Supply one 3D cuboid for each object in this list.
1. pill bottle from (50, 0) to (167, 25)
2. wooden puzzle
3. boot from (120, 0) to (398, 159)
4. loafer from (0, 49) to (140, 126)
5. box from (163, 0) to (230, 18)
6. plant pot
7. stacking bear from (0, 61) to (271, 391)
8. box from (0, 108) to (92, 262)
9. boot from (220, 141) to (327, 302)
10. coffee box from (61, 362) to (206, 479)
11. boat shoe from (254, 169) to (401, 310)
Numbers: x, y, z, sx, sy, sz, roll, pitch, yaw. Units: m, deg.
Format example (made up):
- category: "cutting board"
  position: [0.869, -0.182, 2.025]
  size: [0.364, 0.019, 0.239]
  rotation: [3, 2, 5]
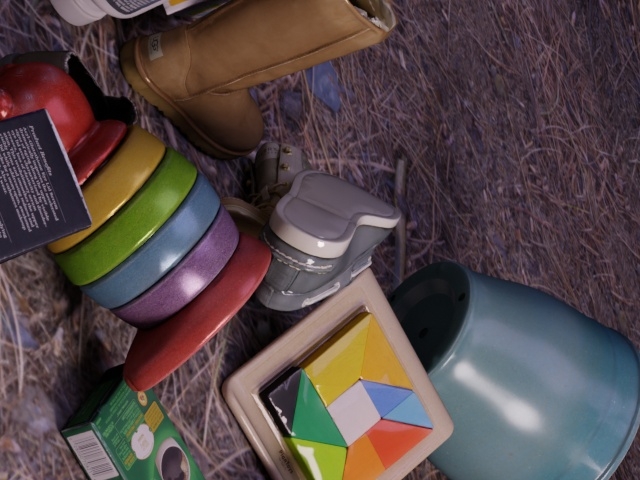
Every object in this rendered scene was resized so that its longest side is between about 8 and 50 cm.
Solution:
- category: "pill bottle"
  position: [-0.182, -0.280, 1.895]
  size: [0.108, 0.180, 0.108]
  rotation: [42, 38, -44]
- category: "wooden puzzle"
  position: [0.028, 0.179, 2.041]
  size: [0.239, 0.044, 0.221]
  rotation: [-40, 111, -31]
- category: "boot"
  position: [-0.039, -0.185, 2.002]
  size: [0.236, 0.270, 0.089]
  rotation: [29, 48, -53]
- category: "loafer"
  position: [-0.207, -0.084, 1.820]
  size: [0.251, 0.087, 0.094]
  rotation: [51, 33, -34]
- category: "box"
  position: [-0.115, -0.305, 2.048]
  size: [0.203, 0.114, 0.103]
  rotation: [-43, 113, -82]
- category: "plant pot"
  position: [0.199, 0.159, 2.261]
  size: [0.255, 0.272, 0.271]
  rotation: [36, 41, -28]
- category: "stacking bear"
  position: [-0.197, -0.037, 1.722]
  size: [0.289, 0.164, 0.175]
  rotation: [46, 23, -16]
- category: "box"
  position: [-0.307, -0.018, 1.519]
  size: [0.207, 0.153, 0.108]
  rotation: [-29, 98, -64]
- category: "boot"
  position: [-0.060, -0.038, 2.086]
  size: [0.213, 0.077, 0.165]
  rotation: [38, 40, -50]
- category: "coffee box"
  position: [-0.160, 0.217, 1.764]
  size: [0.184, 0.040, 0.113]
  rotation: [61, 28, -18]
- category: "boat shoe"
  position: [0.000, 0.000, 2.017]
  size: [0.116, 0.099, 0.319]
  rotation: [27, 15, 8]
